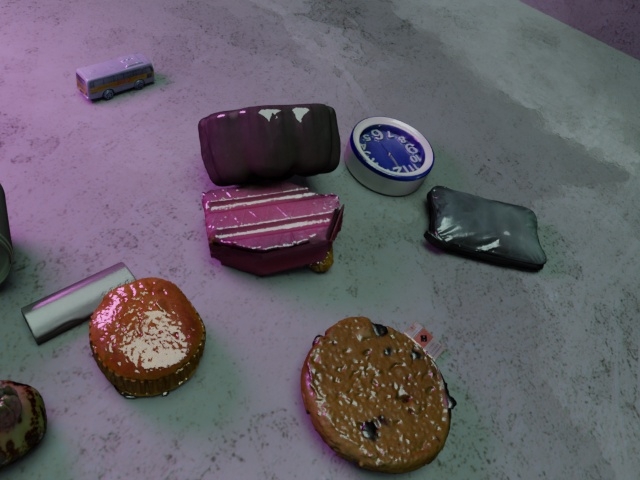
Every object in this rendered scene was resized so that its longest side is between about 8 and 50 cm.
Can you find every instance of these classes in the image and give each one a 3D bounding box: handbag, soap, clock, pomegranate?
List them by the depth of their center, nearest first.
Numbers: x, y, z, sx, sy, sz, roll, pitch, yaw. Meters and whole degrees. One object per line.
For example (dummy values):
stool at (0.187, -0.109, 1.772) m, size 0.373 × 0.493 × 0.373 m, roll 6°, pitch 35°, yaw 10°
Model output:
pomegranate at (-0.454, 0.261, 0.697) m, size 0.138 × 0.163 × 0.126 m, roll -11°, pitch 84°, yaw -46°
soap at (-0.089, -0.032, 1.028) m, size 0.288 × 0.112 × 0.182 m, roll -11°, pitch 60°, yaw -9°
handbag at (0.411, -0.034, 1.250) m, size 0.332 × 0.075 × 0.192 m, roll 13°, pitch 54°, yaw -12°
clock at (0.180, -0.225, 1.315) m, size 0.230 × 0.083 × 0.231 m, roll 10°, pitch 52°, yaw -13°

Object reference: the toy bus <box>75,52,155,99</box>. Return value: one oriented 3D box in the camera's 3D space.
toy bus at (-0.510, -0.412, 1.243) m, size 0.064 × 0.075 × 0.190 m, roll 43°, pitch 54°, yaw 18°

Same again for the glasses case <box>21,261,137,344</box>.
glasses case at (-0.428, 0.108, 0.895) m, size 0.190 × 0.042 × 0.072 m, roll -30°, pitch 74°, yaw -33°

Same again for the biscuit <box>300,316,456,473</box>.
biscuit at (0.101, 0.278, 0.905) m, size 0.295 × 0.075 × 0.296 m, roll 12°, pitch 48°, yaw -14°

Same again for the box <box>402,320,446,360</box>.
box at (0.216, 0.210, 1.034) m, size 0.083 × 0.012 × 0.046 m, roll 43°, pitch 55°, yaw 15°

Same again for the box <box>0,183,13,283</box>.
box at (-0.631, -0.012, 0.799) m, size 0.226 × 0.226 × 0.149 m, roll -13°, pitch 58°, yaw -25°

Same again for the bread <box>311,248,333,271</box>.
bread at (0.000, 0.000, 1.107) m, size 0.052 × 0.044 × 0.157 m, roll 3°, pitch 52°, yaw -8°

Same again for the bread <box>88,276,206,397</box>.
bread at (-0.295, 0.160, 0.853) m, size 0.199 × 0.104 × 0.199 m, roll 7°, pitch 53°, yaw -10°

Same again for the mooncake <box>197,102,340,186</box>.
mooncake at (-0.110, -0.208, 1.090) m, size 0.305 × 0.306 × 0.154 m, roll -11°, pitch 96°, yaw -24°
